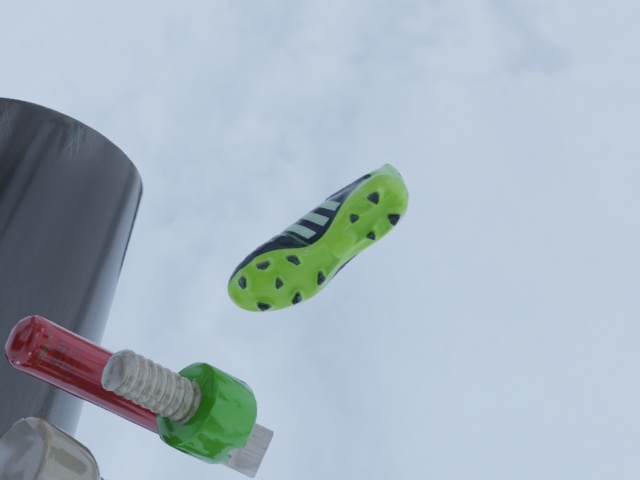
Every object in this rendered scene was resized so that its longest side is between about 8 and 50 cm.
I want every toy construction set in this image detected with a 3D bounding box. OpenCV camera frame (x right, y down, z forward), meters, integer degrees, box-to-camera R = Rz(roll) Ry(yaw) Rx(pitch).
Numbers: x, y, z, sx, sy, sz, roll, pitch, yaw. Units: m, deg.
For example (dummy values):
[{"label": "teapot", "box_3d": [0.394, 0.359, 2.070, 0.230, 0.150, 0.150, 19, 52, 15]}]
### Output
[{"label": "toy construction set", "box_3d": [-0.045, 0.208, 0.659, 0.237, 0.257, 0.309, 30, 55, -37]}]

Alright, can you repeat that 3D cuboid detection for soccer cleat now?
[{"label": "soccer cleat", "box_3d": [0.000, 0.000, 1.387, 0.060, 0.179, 0.072, 51, 17, -17]}]

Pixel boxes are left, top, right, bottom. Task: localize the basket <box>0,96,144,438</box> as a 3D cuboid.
[{"label": "basket", "box_3d": [-0.197, 0.044, 0.951, 0.154, 0.204, 0.227, 8, 63, 19]}]
